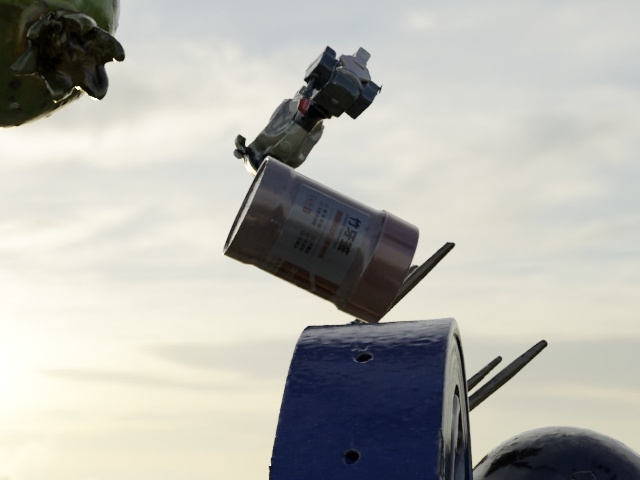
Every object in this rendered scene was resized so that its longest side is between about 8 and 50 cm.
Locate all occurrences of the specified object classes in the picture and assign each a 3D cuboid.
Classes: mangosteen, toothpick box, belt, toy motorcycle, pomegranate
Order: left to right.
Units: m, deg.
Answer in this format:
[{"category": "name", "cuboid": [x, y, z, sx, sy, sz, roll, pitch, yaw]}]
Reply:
[{"category": "pomegranate", "cuboid": [-0.317, -0.207, 1.496, 0.231, 0.286, 0.231, -8, -49, -9]}, {"category": "toy motorcycle", "cuboid": [-0.021, -0.139, 1.723, 0.102, 0.150, 0.221, 38, -50, -11]}, {"category": "toothpick box", "cuboid": [0.000, 0.000, 1.271, 0.149, 0.098, 0.098, 26, -14, -7]}, {"category": "belt", "cuboid": [0.036, 0.198, 0.930, 0.117, 0.347, 0.212, -3, -51, 9]}, {"category": "mangosteen", "cuboid": [0.192, 0.255, 1.166, 0.194, 0.194, 0.230, 0, -31, -12]}]

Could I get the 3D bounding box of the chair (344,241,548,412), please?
[{"category": "chair", "cuboid": [0.079, 0.152, 1.571, 0.272, 0.166, 0.188, -43, 0, -16]}]
